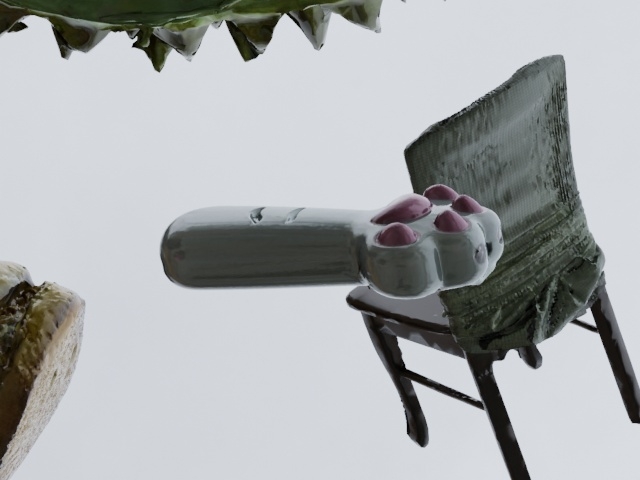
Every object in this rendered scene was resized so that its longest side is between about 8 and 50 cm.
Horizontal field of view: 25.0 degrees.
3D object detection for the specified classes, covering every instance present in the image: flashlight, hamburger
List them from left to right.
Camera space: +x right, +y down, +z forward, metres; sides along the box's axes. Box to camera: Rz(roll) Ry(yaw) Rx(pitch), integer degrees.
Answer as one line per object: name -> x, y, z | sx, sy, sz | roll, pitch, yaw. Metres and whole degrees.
hamburger -> -0.274, 0.110, 1.183 | 0.118, 0.191, 0.182 | 20, -63, -2
flashlight -> 0.000, 0.000, 0.794 | 0.200, 0.093, 0.047 | 0, -70, 28

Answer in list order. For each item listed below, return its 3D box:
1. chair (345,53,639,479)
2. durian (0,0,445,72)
chair -> 0.120, 0.020, 1.106 | 0.186, 0.160, 0.319 | 22, -41, 58
durian -> -0.008, -0.174, 0.426 | 0.394, 0.198, 0.163 | -29, -125, 5
